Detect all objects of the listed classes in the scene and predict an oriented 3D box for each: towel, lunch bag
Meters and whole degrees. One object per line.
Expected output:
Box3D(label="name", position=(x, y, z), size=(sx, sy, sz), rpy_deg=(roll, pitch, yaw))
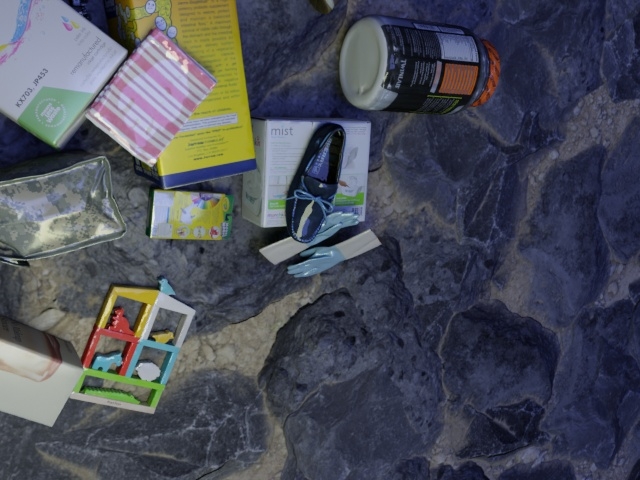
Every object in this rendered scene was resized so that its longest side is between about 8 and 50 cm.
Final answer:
Box3D(label="towel", position=(-0.287, -0.244, 1.169), size=(0.144, 0.029, 0.197), rpy_deg=(39, 85, -27))
Box3D(label="lunch bag", position=(-0.515, -0.053, 1.188), size=(0.287, 0.235, 0.168), rpy_deg=(-18, 108, -25))

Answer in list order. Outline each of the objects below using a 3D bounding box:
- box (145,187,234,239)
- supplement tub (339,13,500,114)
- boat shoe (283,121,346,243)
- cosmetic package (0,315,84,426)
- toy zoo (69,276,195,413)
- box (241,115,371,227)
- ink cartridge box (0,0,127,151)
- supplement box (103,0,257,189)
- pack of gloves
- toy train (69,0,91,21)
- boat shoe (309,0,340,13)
Box3D(label="box", position=(-0.274, -0.056, 1.446), size=(0.179, 0.043, 0.105), rpy_deg=(3, 101, -29))
Box3D(label="supplement tub", position=(0.230, -0.395, 1.558), size=(0.338, 0.207, 0.207), rpy_deg=(-3, 104, -30))
Box3D(label="boat shoe", position=(-0.014, -0.119, 1.400), size=(0.109, 0.089, 0.258), rpy_deg=(9, 95, -18))
Box3D(label="cosmetic package", position=(-0.610, 0.214, 1.252), size=(0.296, 0.153, 0.129), rpy_deg=(32, 86, -34))
Box3D(label="toy zoo", position=(-0.391, 0.214, 1.452), size=(0.192, 0.030, 0.293), rpy_deg=(21, 91, -33))
Box3D(label="box", position=(-0.031, -0.157, 1.512), size=(0.262, 0.127, 0.231), rpy_deg=(-5, 104, -29))
Box3D(label="ink cartridge box", position=(-0.526, -0.337, 1.123), size=(0.354, 0.119, 0.207), rpy_deg=(36, 83, -14))
Box3D(label="supplement box", position=(-0.267, -0.300, 1.297), size=(0.195, 0.194, 0.356), rpy_deg=(-15, 109, -27))
Box3D(label="pack of gloves", position=(0.000, 0.000, 1.553), size=(0.232, 0.046, 0.195), rpy_deg=(-25, 146, 12))
Box3D(label="toy train", position=(-0.443, -0.398, 1.267), size=(0.036, 0.027, 0.158), rpy_deg=(-13, 109, -24))
Box3D(label="boat shoe", position=(-0.020, -0.593, 1.441), size=(0.073, 0.080, 0.223), rpy_deg=(-45, 126, -20))
